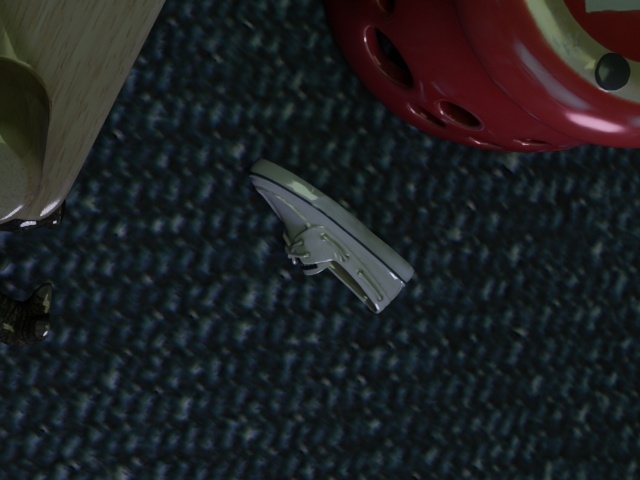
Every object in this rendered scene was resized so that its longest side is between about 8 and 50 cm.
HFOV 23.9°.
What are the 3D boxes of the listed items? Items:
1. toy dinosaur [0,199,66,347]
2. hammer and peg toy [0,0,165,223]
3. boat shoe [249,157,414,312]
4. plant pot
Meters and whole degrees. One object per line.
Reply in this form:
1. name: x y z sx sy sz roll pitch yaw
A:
1. toy dinosaur: -0.190 -0.034 0.641 0.160 0.121 0.314 4 101 -6
2. hammer and peg toy: -0.174 -0.111 0.444 0.266 0.127 0.361 24 115 -18
3. boat shoe: 0.000 0.000 0.730 0.100 0.035 0.035 39 82 -24
4. plant pot: 0.112 -0.133 0.676 0.191 0.174 0.191 -2 95 -17
